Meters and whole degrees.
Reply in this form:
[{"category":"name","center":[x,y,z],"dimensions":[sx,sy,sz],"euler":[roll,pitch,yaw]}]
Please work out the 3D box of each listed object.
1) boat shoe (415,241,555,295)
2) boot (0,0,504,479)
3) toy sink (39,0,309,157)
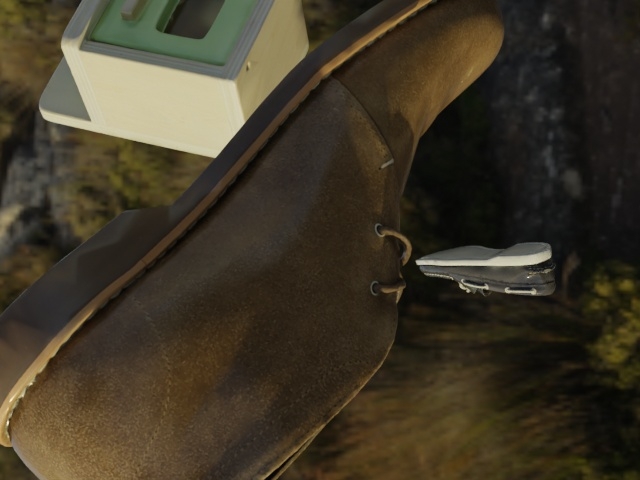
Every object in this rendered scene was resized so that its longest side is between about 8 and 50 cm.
[{"category":"boat shoe","center":[0.128,0.025,0.986],"dimensions":[0.125,0.046,0.038],"euler":[-3,104,42]},{"category":"boot","center":[0.000,0.000,0.538],"dimensions":[0.115,0.305,0.112],"euler":[38,154,11]},{"category":"toy sink","center":[-0.150,-0.188,1.190],"dimensions":[0.131,0.234,0.153],"euler":[78,-150,-56]}]
